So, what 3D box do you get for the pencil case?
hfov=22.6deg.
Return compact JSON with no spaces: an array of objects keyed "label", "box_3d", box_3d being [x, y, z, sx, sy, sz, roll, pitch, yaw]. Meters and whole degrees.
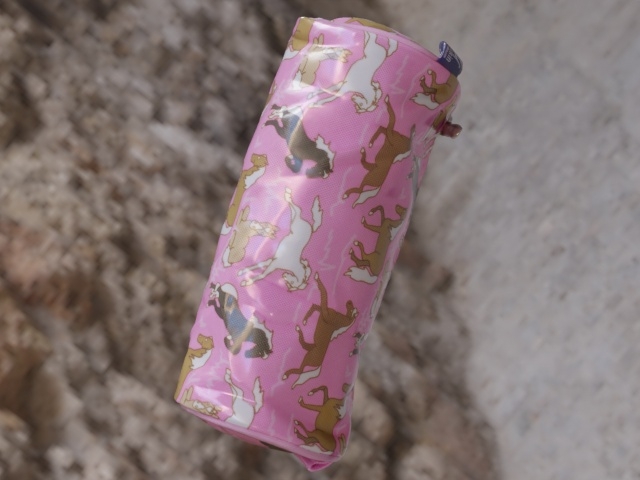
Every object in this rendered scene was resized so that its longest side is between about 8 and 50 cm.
[{"label":"pencil case","box_3d":[0.000,0.000,1.402,0.160,0.167,0.386,34,-105,-78]}]
